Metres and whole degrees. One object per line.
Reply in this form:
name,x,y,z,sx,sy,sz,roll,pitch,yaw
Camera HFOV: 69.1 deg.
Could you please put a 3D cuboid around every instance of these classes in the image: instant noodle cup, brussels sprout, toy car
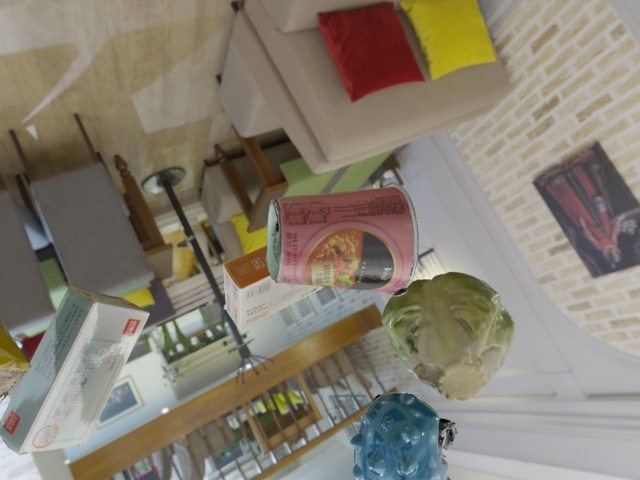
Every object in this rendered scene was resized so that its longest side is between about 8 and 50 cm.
instant noodle cup,0.029,-0.001,0.913,0.255,0.243,0.244,-1,164,-15
brussels sprout,0.303,0.205,1.078,0.274,0.316,0.242,-14,123,-18
toy car,0.150,0.440,0.934,0.189,0.254,0.190,14,-166,40

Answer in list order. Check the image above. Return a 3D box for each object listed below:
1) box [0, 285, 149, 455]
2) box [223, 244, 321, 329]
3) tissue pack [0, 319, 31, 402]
box,-0.421,0.222,0.800,0.269,0.079,0.135,-66,153,-6
box,-0.110,0.097,1.204,0.274,0.091,0.220,-23,150,-27
tissue pack,-0.548,0.111,0.614,0.134,0.271,0.192,-46,162,-1
